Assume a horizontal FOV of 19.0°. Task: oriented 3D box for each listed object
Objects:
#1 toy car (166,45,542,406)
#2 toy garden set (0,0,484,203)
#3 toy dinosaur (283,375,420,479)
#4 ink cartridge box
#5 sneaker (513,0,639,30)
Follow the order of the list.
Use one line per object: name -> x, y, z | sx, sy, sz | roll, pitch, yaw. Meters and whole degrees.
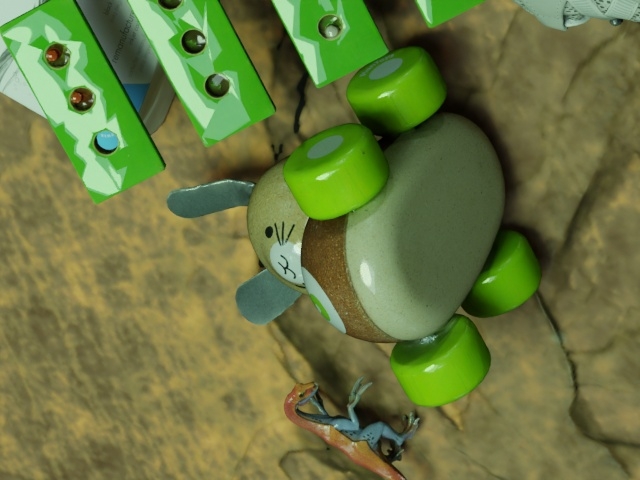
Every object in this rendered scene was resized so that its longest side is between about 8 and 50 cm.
toy car -> 0.000, 0.000, 1.068 | 0.188, 0.149, 0.155 | -9, 121, 38
toy garden set -> -0.059, -0.166, 1.014 | 0.244, 0.049, 0.204 | -27, 101, 6
toy dinosaur -> 0.018, 0.114, 1.147 | 0.082, 0.090, 0.047 | 6, 141, -30
ink cartridge box -> -0.164, -0.139, 1.107 | 0.180, 0.060, 0.104 | 29, 122, 8
sneaker -> 0.153, -0.150, 0.951 | 0.281, 0.105, 0.115 | 28, 139, 3
